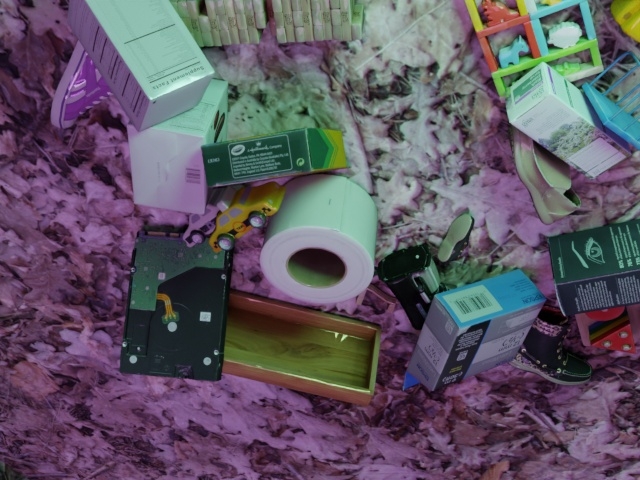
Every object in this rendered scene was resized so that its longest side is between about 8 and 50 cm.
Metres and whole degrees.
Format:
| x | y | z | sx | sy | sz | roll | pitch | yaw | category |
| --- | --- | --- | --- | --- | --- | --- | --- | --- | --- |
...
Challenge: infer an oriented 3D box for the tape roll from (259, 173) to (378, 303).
| x | y | z | sx | sy | sz | roll | pitch | yaw | category |
| --- | --- | --- | --- | --- | --- | --- | --- | --- | --- |
| 0.000 | 0.000 | 1.615 | 0.246 | 0.169 | 0.246 | 5 | 136 | 5 | tape roll |

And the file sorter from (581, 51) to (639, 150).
| x | y | z | sx | sy | sz | roll | pitch | yaw | category |
| --- | --- | --- | --- | --- | --- | --- | --- | --- | --- |
| 0.580 | -0.239 | 1.323 | 0.170 | 0.118 | 0.104 | 25 | 128 | -28 | file sorter |

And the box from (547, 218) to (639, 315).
| x | y | z | sx | sy | sz | roll | pitch | yaw | category |
| --- | --- | --- | --- | --- | --- | --- | --- | --- | --- |
| 0.605 | 0.058 | 1.583 | 0.207 | 0.153 | 0.108 | -12 | 129 | 21 | box |

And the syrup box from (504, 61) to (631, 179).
| x | y | z | sx | sy | sz | roll | pitch | yaw | category |
| --- | --- | --- | --- | --- | --- | --- | --- | --- | --- |
| 0.458 | -0.218 | 1.369 | 0.237 | 0.096 | 0.093 | 28 | 135 | -26 | syrup box |

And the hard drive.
| x | y | z | sx | sy | sz | roll | pitch | yaw | category |
| --- | --- | --- | --- | --- | --- | --- | --- | --- | --- |
| -0.335 | 0.152 | 1.738 | 0.237 | 0.338 | 0.064 | 3 | 174 | 6 | hard drive |

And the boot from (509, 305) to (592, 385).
| x | y | z | sx | sy | sz | roll | pitch | yaw | category |
| --- | --- | --- | --- | --- | --- | --- | --- | --- | --- |
| 0.586 | 0.260 | 1.813 | 0.237 | 0.085 | 0.178 | 17 | 131 | -3 | boot |

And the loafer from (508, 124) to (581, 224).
| x | y | z | sx | sy | sz | roll | pitch | yaw | category |
| --- | --- | --- | --- | --- | --- | --- | --- | --- | --- |
| 0.448 | -0.141 | 1.472 | 0.092 | 0.101 | 0.268 | -19 | 135 | 23 | loafer |

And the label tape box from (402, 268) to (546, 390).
| x | y | z | sx | sy | sz | roll | pitch | yaw | category |
| --- | --- | --- | --- | --- | --- | --- | --- | --- | --- |
| 0.353 | 0.247 | 1.746 | 0.249 | 0.115 | 0.347 | -14 | 137 | -25 | label tape box |

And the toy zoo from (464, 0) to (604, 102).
| x | y | z | sx | sy | sz | roll | pitch | yaw | category |
| --- | --- | --- | --- | --- | --- | --- | --- | --- | --- |
| 0.368 | -0.394 | 1.295 | 0.193 | 0.030 | 0.293 | -16 | 128 | 22 | toy zoo |

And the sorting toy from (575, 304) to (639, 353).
| x | y | z | sx | sy | sz | roll | pitch | yaw | category |
| --- | --- | --- | --- | --- | --- | --- | --- | --- | --- |
| 0.718 | 0.160 | 1.697 | 0.256 | 0.089 | 0.257 | -13 | 129 | 20 | sorting toy |

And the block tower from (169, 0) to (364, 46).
| x | y | z | sx | sy | sz | roll | pitch | yaw | category |
| --- | --- | --- | --- | --- | --- | --- | --- | --- | --- |
| -0.093 | -0.412 | 1.319 | 0.336 | 0.090 | 0.097 | 1 | 132 | 8 | block tower |

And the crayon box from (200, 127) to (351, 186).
| x | y | z | sx | sy | sz | roll | pitch | yaw | category |
| --- | --- | --- | --- | --- | --- | --- | --- | --- | --- |
| -0.074 | -0.164 | 1.451 | 0.203 | 0.323 | 0.083 | -7 | 94 | 16 | crayon box |

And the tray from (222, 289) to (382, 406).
| x | y | z | sx | sy | sz | roll | pitch | yaw | category |
| --- | --- | --- | --- | --- | --- | --- | --- | --- | --- |
| -0.063 | 0.268 | 1.850 | 0.411 | 0.202 | 0.076 | 14 | 139 | -3 | tray |

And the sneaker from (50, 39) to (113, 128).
| x | y | z | sx | sy | sz | roll | pitch | yaw | category |
| --- | --- | --- | --- | --- | --- | --- | --- | --- | --- |
| -0.430 | -0.303 | 1.472 | 0.161 | 0.102 | 0.282 | 27 | 131 | -18 | sneaker |

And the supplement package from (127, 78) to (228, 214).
| x | y | z | sx | sy | sz | roll | pitch | yaw | category |
| --- | --- | --- | --- | --- | --- | --- | --- | --- | --- |
| -0.278 | -0.197 | 1.470 | 0.150 | 0.203 | 0.194 | 9 | 133 | 1 | supplement package |

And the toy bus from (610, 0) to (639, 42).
| x | y | z | sx | sy | sz | roll | pitch | yaw | category |
| --- | --- | --- | --- | --- | --- | --- | --- | --- | --- |
| 0.582 | -0.471 | 1.136 | 0.130 | 0.108 | 0.332 | 30 | 130 | -16 | toy bus |

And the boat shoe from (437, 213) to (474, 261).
| x | y | z | sx | sy | sz | roll | pitch | yaw | category |
| --- | --- | --- | --- | --- | --- | --- | --- | --- | --- |
| 0.310 | -0.006 | 1.652 | 0.042 | 0.048 | 0.133 | 1 | 131 | -30 | boat shoe |

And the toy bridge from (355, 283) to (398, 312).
| x | y | z | sx | sy | sz | roll | pitch | yaw | category |
| --- | --- | --- | --- | --- | --- | --- | --- | --- | --- |
| 0.102 | 0.131 | 1.820 | 0.188 | 0.026 | 0.063 | 13 | 131 | -3 | toy bridge |

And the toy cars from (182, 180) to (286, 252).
| x | y | z | sx | sy | sz | roll | pitch | yaw | category |
| --- | --- | --- | --- | --- | --- | --- | --- | --- | --- |
| -0.205 | -0.066 | 1.552 | 0.087 | 0.176 | 0.394 | 45 | 165 | -19 | toy cars |

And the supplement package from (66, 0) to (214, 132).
| x | y | z | sx | sy | sz | roll | pitch | yaw | category |
| --- | --- | --- | --- | --- | --- | --- | --- | --- | --- |
| -0.318 | -0.340 | 1.297 | 0.244 | 0.139 | 0.134 | 58 | 153 | 3 | supplement package |

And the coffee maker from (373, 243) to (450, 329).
| x | y | z | sx | sy | sz | roll | pitch | yaw | category |
| --- | --- | --- | --- | --- | --- | --- | --- | --- | --- |
| 0.214 | 0.113 | 1.737 | 0.171 | 0.120 | 0.178 | -5 | 132 | 36 | coffee maker |
